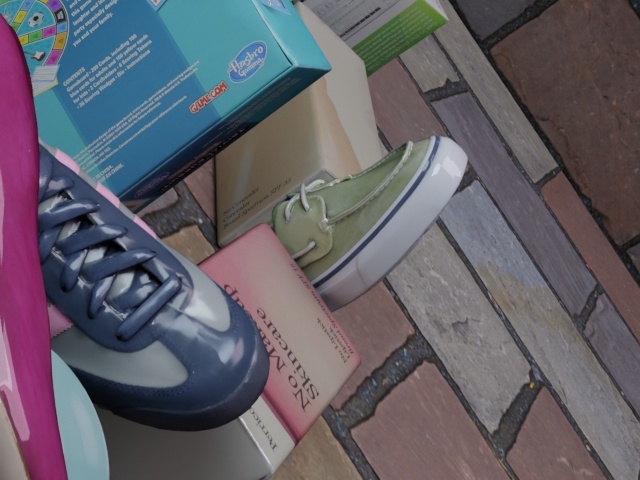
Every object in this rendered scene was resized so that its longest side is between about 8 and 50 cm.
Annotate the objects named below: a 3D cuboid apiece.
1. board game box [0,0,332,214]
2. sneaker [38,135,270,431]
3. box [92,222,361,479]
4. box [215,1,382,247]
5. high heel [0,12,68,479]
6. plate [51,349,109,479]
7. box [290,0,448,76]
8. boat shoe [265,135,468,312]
[{"bbox_3d":[-0.185,-0.203,0.980,0.336,0.254,0.079,59,21,7],"label":"board game box"},{"bbox_3d":[-0.171,-0.001,0.753,0.319,0.112,0.131,31,-26,17],"label":"sneaker"},{"bbox_3d":[-0.083,0.100,0.937,0.148,0.127,0.232,55,21,-2],"label":"box"},{"bbox_3d":[-0.024,-0.101,1.321,0.121,0.148,0.311,40,25,-33],"label":"box"},{"bbox_3d":[-0.163,0.048,0.638,0.181,0.127,0.377,-17,95,-67],"label":"high heel"},{"bbox_3d":[-0.203,0.119,0.659,0.188,0.024,0.188,10,61,-18],"label":"plate"},{"bbox_3d":[-0.028,-0.272,1.434,0.322,0.232,0.058,28,36,-50],"label":"box"},{"bbox_3d":[0.000,0.000,1.048,0.094,0.302,0.109,39,39,-12],"label":"boat shoe"}]
